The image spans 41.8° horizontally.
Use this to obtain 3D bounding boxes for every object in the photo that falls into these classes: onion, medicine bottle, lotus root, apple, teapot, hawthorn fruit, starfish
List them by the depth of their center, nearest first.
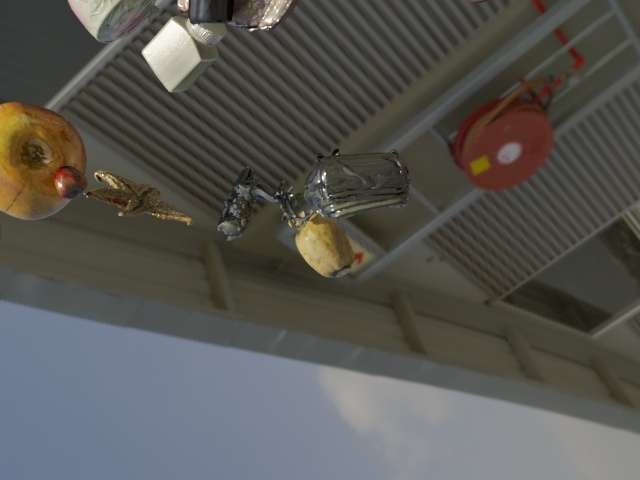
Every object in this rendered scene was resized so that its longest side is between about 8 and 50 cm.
[{"bbox_3d":[-0.116,-0.496,1.499,0.250,0.247,0.111,21,-170,26],"label":"onion"},{"bbox_3d":[-0.350,-0.076,1.618,0.241,0.043,0.227,22,-162,14],"label":"starfish"},{"bbox_3d":[-0.425,-0.527,1.723,0.178,0.163,0.221,48,-137,-1],"label":"teapot"},{"bbox_3d":[-0.569,-0.133,1.905,0.077,0.077,0.077,46,-162,-19],"label":"hawthorn fruit"},{"bbox_3d":[-0.313,-0.456,1.976,0.132,0.188,0.088,55,-149,4],"label":"medicine bottle"},{"bbox_3d":[-0.699,-0.190,1.998,0.286,0.286,0.233,48,158,-13],"label":"apple"},{"bbox_3d":[0.000,0.000,2.192,0.221,0.125,0.118,53,166,4],"label":"lotus root"}]

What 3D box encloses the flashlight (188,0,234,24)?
[{"bbox_3d":[-0.164,-0.557,1.355,0.103,0.423,0.103,8,-149,-5],"label":"flashlight"}]

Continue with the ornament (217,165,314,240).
[{"bbox_3d":[-0.138,-0.068,2.149,0.236,0.202,0.080,21,179,27],"label":"ornament"}]

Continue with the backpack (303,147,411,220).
[{"bbox_3d":[0.069,-0.107,1.592,0.258,0.206,0.133,167,95,-86],"label":"backpack"}]

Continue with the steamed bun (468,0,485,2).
[{"bbox_3d":[0.356,-0.672,1.759,0.248,0.235,0.379,-93,-18,-44],"label":"steamed bun"}]
